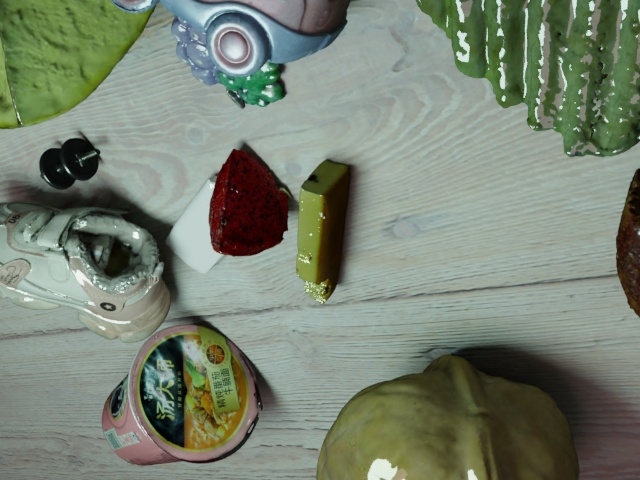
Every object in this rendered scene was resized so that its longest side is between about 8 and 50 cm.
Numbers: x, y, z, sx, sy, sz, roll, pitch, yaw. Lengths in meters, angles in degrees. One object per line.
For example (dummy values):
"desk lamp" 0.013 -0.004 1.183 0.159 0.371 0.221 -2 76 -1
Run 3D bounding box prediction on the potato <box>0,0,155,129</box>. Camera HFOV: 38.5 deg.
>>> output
"potato" -0.358 -0.321 1.185 0.280 0.213 0.330 16 114 53

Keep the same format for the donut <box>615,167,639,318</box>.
"donut" 0.401 0.031 1.053 0.144 0.126 0.186 21 133 24

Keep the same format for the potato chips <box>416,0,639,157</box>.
"potato chips" 0.253 -0.272 0.909 0.373 0.097 0.389 -12 117 38

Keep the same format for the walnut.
"walnut" 0.172 0.338 1.292 0.381 0.381 0.381 16 132 19

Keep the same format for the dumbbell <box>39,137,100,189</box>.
"dumbbell" -0.393 -0.119 1.432 0.147 0.069 0.069 -17 115 38

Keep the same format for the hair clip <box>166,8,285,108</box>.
"hair clip" -0.126 -0.248 1.196 0.195 0.052 0.124 42 145 -17

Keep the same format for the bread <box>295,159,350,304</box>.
"bread" 0.000 0.000 1.284 0.049 0.088 0.226 18 131 15

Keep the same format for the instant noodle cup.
"instant noodle cup" -0.264 0.290 1.599 0.244 0.244 0.255 45 143 -8

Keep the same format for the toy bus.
"toy bus" -0.084 -0.340 0.998 0.294 0.197 0.232 33 125 4

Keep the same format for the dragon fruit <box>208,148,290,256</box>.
"dragon fruit" -0.103 -0.035 1.301 0.106 0.162 0.083 15 152 -26

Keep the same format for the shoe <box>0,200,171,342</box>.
"shoe" -0.396 0.012 1.464 0.351 0.172 0.198 22 144 -2

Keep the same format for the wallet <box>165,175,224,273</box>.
"wallet" -0.170 -0.019 1.407 0.095 0.033 0.190 40 134 -2
